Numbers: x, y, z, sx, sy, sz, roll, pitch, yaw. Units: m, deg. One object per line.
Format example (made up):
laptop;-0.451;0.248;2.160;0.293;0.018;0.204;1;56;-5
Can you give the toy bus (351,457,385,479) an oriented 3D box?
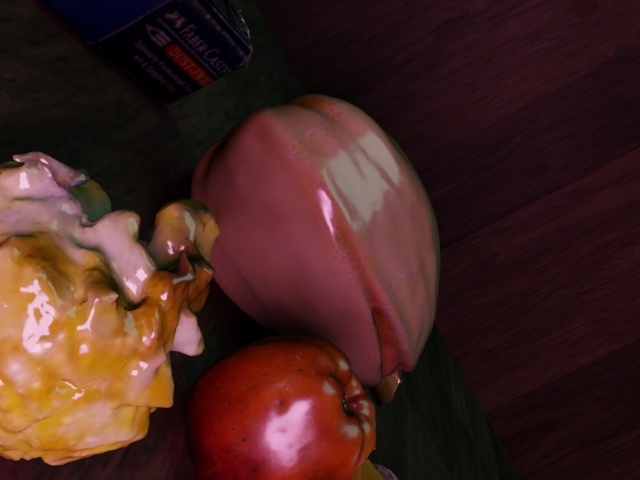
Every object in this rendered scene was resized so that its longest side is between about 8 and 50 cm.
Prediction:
toy bus;0.016;0.317;0.871;0.121;0.123;0.335;57;12;-15

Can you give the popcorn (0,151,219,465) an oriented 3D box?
popcorn;-0.148;0.032;0.643;0.198;0.212;0.198;49;-31;45

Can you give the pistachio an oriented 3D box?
pistachio;0.000;0.000;1.304;0.365;0.281;0.445;57;-9;38

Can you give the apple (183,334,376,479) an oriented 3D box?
apple;-0.037;0.156;0.921;0.147;0.158;0.156;48;22;-7

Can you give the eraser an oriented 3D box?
eraser;-0.207;-0.284;1.279;0.101;0.155;0.332;67;11;20

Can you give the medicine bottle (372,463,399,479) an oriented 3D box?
medicine bottle;0.095;0.344;1.360;0.074;0.074;0.218;67;9;26

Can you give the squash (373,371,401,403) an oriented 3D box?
squash;0.090;0.172;1.773;0.200;0.075;0.090;62;14;-1
